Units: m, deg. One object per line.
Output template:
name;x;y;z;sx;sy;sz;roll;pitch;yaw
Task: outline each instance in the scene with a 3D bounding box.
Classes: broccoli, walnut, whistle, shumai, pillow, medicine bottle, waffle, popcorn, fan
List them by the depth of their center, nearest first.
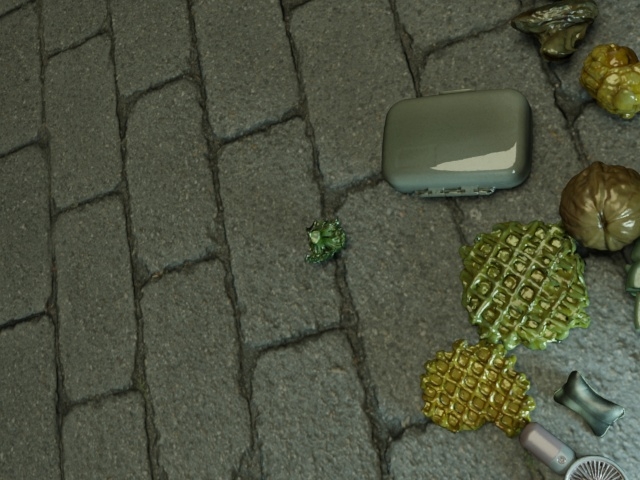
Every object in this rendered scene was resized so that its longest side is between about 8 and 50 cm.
fan;0.529;0.480;1.422;0.244;0.074;0.130;37;92;23
pillow;0.578;0.353;1.462;0.091;0.055;0.135;-48;59;7
whistle;0.716;0.080;1.464;0.110;0.092;0.244;6;75;25
walnut;0.630;-0.078;1.493;0.213;0.213;0.213;-8;71;23
waffle;0.351;0.353;1.552;0.253;0.056;0.249;-34;75;19
waffle;0.471;0.100;1.583;0.298;0.073;0.316;-14;69;21
popcorn;0.705;-0.367;1.590;0.194;0.140;0.163;24;77;19
shumai;0.593;-0.522;1.698;0.210;0.161;0.152;-10;91;-1
medicine bottle;0.344;-0.252;1.726;0.375;0.123;0.282;-1;72;26
broccoli;0.000;-0.002;1.768;0.123;0.204;0.118;-13;86;9
